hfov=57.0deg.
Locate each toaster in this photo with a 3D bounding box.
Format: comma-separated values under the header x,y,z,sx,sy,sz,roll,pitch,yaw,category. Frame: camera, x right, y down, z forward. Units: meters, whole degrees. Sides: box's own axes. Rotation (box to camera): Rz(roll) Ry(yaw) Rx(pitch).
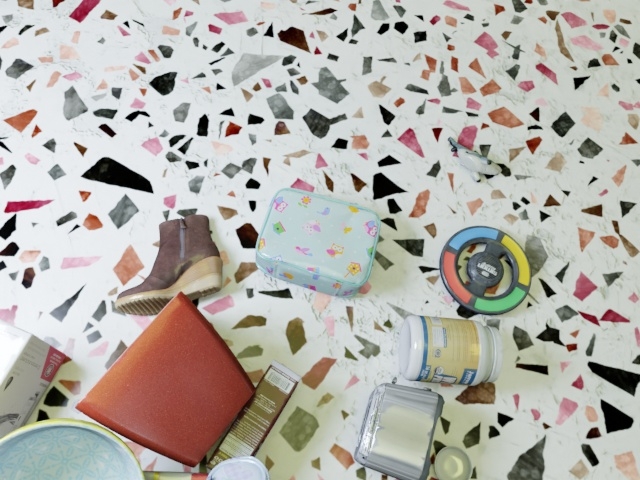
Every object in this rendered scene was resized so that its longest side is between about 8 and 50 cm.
x,y,z,sx,sy,sz,roll,pitch,yaw,category
0.160,0.405,1.230,0.146,0.129,0.227,16,69,4,toaster

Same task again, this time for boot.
x,y,z,sx,sy,sz,roll,pitch,yaw,category
-0.353,0.053,1.351,0.248,0.090,0.207,-14,58,-11,boot

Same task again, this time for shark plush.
x,y,z,sx,sy,sz,roll,pitch,yaw,category
0.400,-0.217,1.565,0.161,0.073,0.067,33,46,29,shark plush

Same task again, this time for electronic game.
x,y,z,sx,sy,sz,roll,pitch,yaw,category
0.401,0.070,1.434,0.229,0.048,0.229,2,68,-6,electronic game

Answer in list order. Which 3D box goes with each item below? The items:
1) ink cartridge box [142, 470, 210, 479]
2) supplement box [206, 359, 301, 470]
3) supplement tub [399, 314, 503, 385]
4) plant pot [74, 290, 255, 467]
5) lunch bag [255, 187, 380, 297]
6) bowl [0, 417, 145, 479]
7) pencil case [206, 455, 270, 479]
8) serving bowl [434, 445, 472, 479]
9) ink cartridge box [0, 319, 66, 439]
x,y,z,sx,sy,sz,roll,pitch,yaw,category
-0.297,0.511,1.131,0.176,0.127,0.128,5,68,-5,ink cartridge box
-0.134,0.372,1.205,0.073,0.130,0.239,32,69,6,supplement box
0.283,0.243,1.298,0.199,0.144,0.144,5,67,-4,supplement tub
-0.284,0.294,1.164,0.235,0.267,0.267,41,69,-2,plant pot
0.000,0.000,1.384,0.279,0.108,0.224,16,62,-2,lunch bag
-0.450,0.434,1.013,0.289,0.156,0.290,0,89,-18,bowl
-0.125,0.518,1.072,0.113,0.273,0.124,-10,34,0,pencil case
0.281,0.484,1.263,0.083,0.027,0.083,2,68,-6,serving bowl
-0.642,0.308,1.132,0.117,0.207,0.283,22,68,4,ink cartridge box
